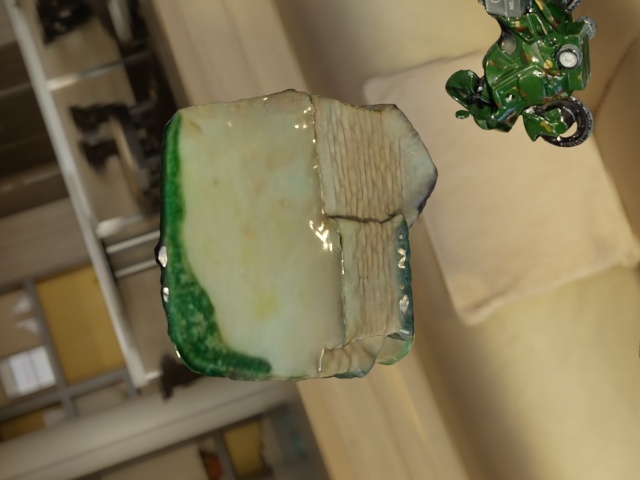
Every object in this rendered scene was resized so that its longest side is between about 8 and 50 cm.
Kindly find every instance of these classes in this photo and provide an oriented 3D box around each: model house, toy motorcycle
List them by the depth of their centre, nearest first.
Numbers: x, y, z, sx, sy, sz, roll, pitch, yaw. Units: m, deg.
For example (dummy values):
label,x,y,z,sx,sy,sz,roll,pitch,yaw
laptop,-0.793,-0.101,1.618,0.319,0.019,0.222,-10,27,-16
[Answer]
label,x,y,z,sx,sy,sz,roll,pitch,yaw
model house,0.002,-0.001,1.513,0.243,0.284,0.298,-4,88,39
toy motorcycle,0.240,-0.237,1.687,0.124,0.187,0.274,-56,-35,-47

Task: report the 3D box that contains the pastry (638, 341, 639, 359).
label,x,y,z,sx,sy,sz,roll,pitch,yaw
pastry,0.328,0.084,1.073,0.156,0.156,0.092,116,132,-78
